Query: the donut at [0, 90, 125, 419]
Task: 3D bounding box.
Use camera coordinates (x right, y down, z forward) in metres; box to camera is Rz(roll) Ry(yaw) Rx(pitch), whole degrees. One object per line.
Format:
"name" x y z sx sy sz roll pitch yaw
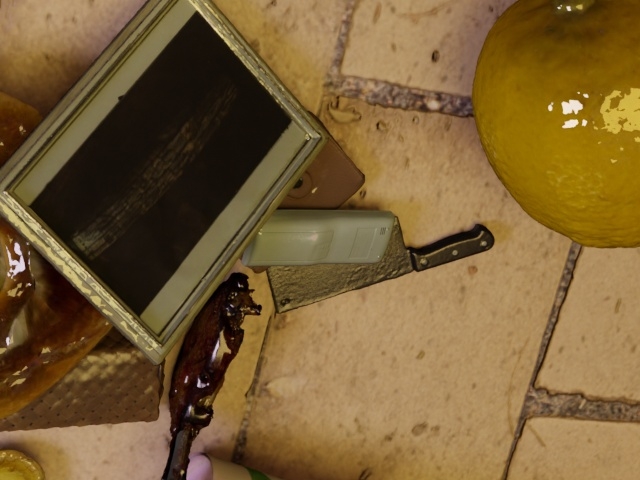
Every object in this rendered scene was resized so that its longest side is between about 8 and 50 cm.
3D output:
"donut" -0.340 0.023 1.290 0.330 0.160 0.330 0 89 -23

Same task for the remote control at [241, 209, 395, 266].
"remote control" 0.000 0.000 1.456 0.162 0.029 0.061 -1 125 -27

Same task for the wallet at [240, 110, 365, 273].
"wallet" -0.039 -0.048 1.448 0.153 0.039 0.118 -41 122 3

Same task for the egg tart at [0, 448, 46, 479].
"egg tart" -0.328 0.251 1.480 0.105 0.039 0.105 -7 115 -16

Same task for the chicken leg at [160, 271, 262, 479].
"chicken leg" -0.120 0.152 1.467 0.051 0.106 0.253 17 91 -18

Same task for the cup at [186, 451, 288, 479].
"cup" -0.045 0.356 1.521 0.274 0.253 0.253 28 102 -20

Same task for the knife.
"knife" 0.064 0.013 1.521 0.245 0.019 0.072 -16 116 -9

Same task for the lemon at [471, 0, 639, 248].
"lemon" 0.277 -0.121 1.408 0.245 0.245 0.320 -33 133 -3

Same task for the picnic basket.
"picnic basket" -0.246 0.139 1.451 0.193 0.055 0.110 -2 114 -20

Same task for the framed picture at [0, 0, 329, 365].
"framed picture" -0.135 -0.070 1.312 0.231 0.018 0.293 48 64 -25
